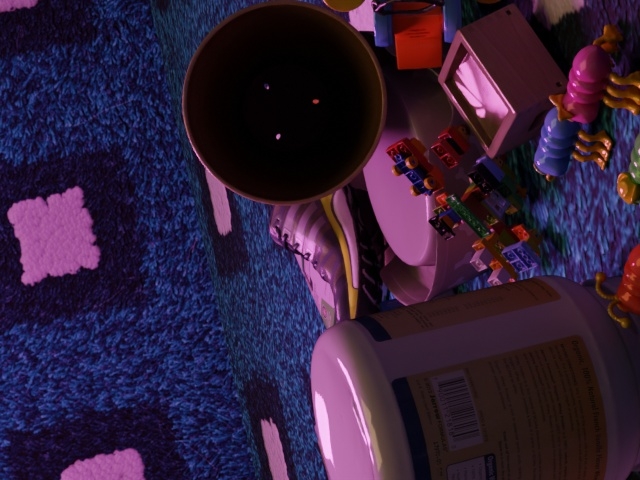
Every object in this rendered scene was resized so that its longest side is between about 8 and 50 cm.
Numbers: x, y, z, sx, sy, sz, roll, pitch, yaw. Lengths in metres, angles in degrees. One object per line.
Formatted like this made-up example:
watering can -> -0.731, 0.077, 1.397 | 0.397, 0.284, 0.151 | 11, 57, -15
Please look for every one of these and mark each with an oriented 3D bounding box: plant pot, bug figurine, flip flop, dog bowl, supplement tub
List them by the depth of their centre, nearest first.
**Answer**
bug figurine -> 0.269, -0.067, 1.386 | 0.216, 0.072, 0.279 | 94, 159, -46
supplement tub -> 0.170, 0.160, 1.454 | 0.228, 0.316, 0.228 | 168, 90, -76
plant pot -> -0.045, -0.167, 1.843 | 0.254, 0.237, 0.237 | -114, 13, -86
dog bowl -> 0.124, -0.097, 1.851 | 0.349, 0.102, 0.349 | 168, 90, -75
flip flop -> 0.071, -0.058, 2.107 | 0.277, 0.112, 0.080 | 62, -170, 32

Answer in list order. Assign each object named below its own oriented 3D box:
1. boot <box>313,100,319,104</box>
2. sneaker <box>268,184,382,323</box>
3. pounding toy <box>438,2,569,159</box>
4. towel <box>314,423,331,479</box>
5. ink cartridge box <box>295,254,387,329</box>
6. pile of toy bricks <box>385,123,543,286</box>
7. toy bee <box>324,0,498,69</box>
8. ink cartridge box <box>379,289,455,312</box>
boot -> 0.026, -0.196, 2.211 | 0.197, 0.073, 0.152 | -113, 15, -78
sneaker -> 0.000, 0.000, 2.009 | 0.111, 0.121, 0.300 | 49, -158, -57
pounding toy -> 0.195, -0.173, 1.573 | 0.130, 0.100, 0.141 | 58, 163, 16
towel -> 0.095, 0.445, 2.425 | 0.374, 0.090, 0.320 | 158, 101, -75
ink cartridge box -> 0.027, 0.019, 2.326 | 0.160, 0.092, 0.219 | 94, 158, -46
pile of toy bricks -> 0.183, -0.059, 1.651 | 0.212, 0.105, 0.118 | 47, 141, -14
toy bee -> 0.112, -0.286, 1.566 | 0.298, 0.195, 0.162 | 159, 111, -72
ink cartridge box -> 0.154, 0.145, 1.923 | 0.180, 0.104, 0.060 | -118, 22, -48
